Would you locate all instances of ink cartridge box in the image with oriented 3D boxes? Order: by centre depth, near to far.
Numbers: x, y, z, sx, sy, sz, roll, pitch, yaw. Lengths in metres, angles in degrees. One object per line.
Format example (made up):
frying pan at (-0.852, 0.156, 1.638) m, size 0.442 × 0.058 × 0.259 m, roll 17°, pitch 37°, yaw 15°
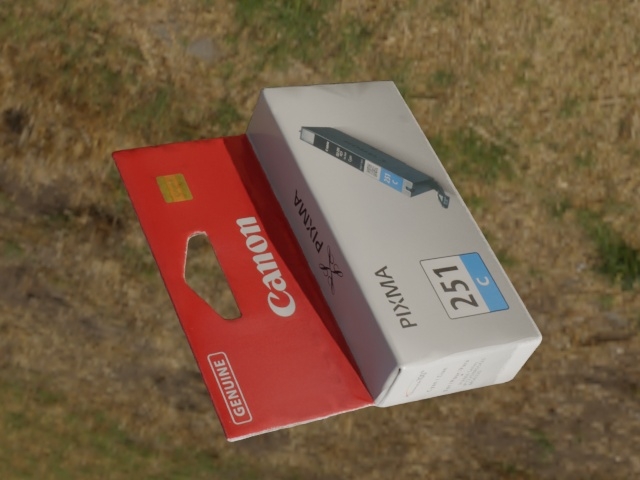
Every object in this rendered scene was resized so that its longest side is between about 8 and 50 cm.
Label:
ink cartridge box at (0.000, 0.000, 0.970) m, size 0.261 × 0.296 × 0.066 m, roll -9°, pitch 145°, yaw -28°
